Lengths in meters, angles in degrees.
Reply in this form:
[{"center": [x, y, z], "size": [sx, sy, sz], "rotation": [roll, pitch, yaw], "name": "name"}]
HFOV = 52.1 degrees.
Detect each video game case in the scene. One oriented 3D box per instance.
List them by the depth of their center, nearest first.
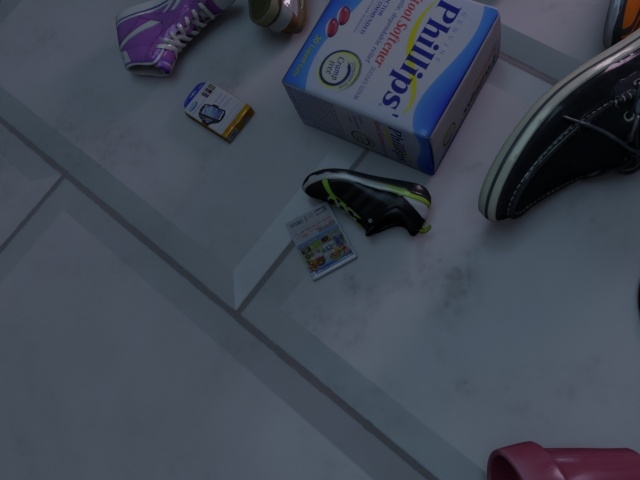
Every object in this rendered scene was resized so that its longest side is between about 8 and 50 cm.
[{"center": [0.000, 0.000, 1.155], "size": [0.087, 0.011, 0.122], "rotation": [-29, 66, 3], "name": "video game case"}]

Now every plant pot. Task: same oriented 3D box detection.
[{"center": [0.340, 0.356, 0.855], "size": [0.180, 0.201, 0.201], "rotation": [-10, 68, -6], "name": "plant pot"}]

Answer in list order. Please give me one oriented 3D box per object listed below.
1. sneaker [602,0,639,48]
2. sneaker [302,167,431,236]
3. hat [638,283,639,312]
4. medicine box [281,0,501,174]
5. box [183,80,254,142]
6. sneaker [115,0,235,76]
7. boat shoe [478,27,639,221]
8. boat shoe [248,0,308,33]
[{"center": [0.604, -0.447, 1.095], "size": [0.180, 0.124, 0.321], "rotation": [23, 78, 22], "name": "sneaker"}, {"center": [0.074, -0.058, 1.116], "size": [0.234, 0.084, 0.097], "rotation": [9, 77, 16], "name": "sneaker"}, {"center": [0.630, 0.069, 0.903], "size": [0.331, 0.134, 0.332], "rotation": [-5, 69, 13], "name": "hat"}, {"center": [0.129, -0.302, 1.154], "size": [0.289, 0.149, 0.264], "rotation": [26, 79, 22], "name": "medicine box"}, {"center": [-0.206, -0.258, 1.292], "size": [0.136, 0.028, 0.081], "rotation": [34, 82, 25], "name": "box"}, {"center": [-0.283, -0.423, 1.337], "size": [0.282, 0.102, 0.161], "rotation": [-18, 71, 19], "name": "sneaker"}, {"center": [0.459, -0.184, 1.011], "size": [0.500, 0.187, 0.156], "rotation": [-36, 60, -5], "name": "boat shoe"}, {"center": [-0.083, -0.553, 1.321], "size": [0.113, 0.103, 0.303], "rotation": [-15, 69, 47], "name": "boat shoe"}]
